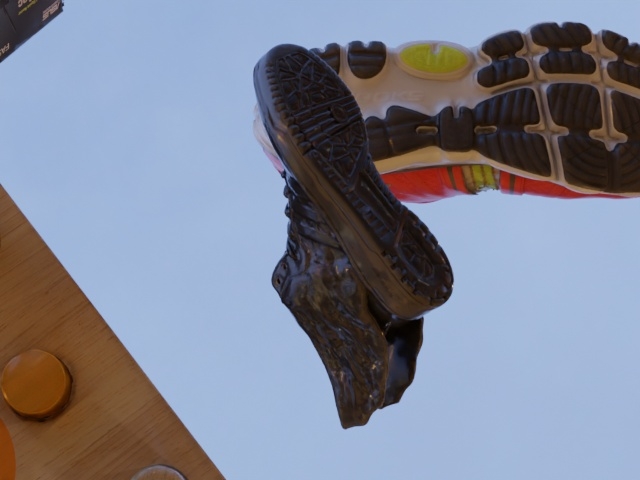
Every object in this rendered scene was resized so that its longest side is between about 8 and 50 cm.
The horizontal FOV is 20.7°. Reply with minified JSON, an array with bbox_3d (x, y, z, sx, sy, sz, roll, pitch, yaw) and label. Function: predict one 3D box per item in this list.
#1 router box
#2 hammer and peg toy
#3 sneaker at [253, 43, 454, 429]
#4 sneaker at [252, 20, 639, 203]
[{"bbox_3d":[-0.221,-0.171,1.176,0.122,0.038,0.092,-51,-27,-45],"label":"router box"},{"bbox_3d":[-0.254,0.166,0.979,0.361,0.266,0.127,-38,-3,-7],"label":"hammer and peg toy"},{"bbox_3d":[0.002,-0.001,0.825,0.051,0.170,0.089,-30,-4,-44],"label":"sneaker"},{"bbox_3d":[0.098,-0.070,1.090,0.279,0.107,0.118,4,-16,0],"label":"sneaker"}]
